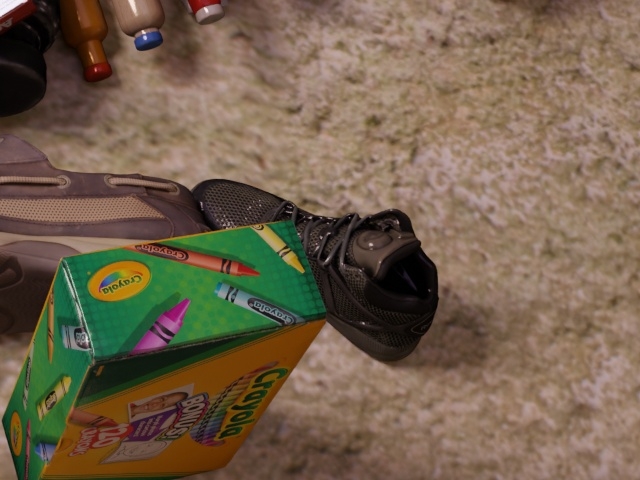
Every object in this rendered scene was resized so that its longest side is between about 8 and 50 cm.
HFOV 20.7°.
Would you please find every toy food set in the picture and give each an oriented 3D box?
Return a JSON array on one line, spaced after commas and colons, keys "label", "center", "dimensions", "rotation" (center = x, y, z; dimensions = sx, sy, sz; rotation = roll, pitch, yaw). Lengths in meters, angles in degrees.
[{"label": "toy food set", "center": [-0.109, -0.217, 1.518], "dimensions": [0.232, 0.111, 0.104], "rotation": [-14, 81, -26]}]

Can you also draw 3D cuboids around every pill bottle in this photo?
[{"label": "pill bottle", "center": [-0.277, -0.218, 1.446], "dimensions": [0.123, 0.123, 0.219], "rotation": [2, 64, -19]}]

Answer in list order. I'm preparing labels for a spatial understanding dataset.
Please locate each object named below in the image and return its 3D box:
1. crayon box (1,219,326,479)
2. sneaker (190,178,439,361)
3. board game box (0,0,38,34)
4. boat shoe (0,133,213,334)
[{"label": "crayon box", "center": [-0.119, 0.094, 1.243], "dimensions": [0.165, 0.278, 0.081], "rotation": [-10, 66, -24]}, {"label": "sneaker", "center": [0.000, 0.000, 1.426], "dimensions": [0.227, 0.130, 0.087], "rotation": [34, 55, 3]}, {"label": "board game box", "center": [-0.374, -0.163, 1.362], "dimensions": [0.281, 0.027, 0.145], "rotation": [-32, 76, 0]}, {"label": "boat shoe", "center": [-0.250, -0.005, 1.354], "dimensions": [0.355, 0.132, 0.130], "rotation": [9, 50, -25]}]
